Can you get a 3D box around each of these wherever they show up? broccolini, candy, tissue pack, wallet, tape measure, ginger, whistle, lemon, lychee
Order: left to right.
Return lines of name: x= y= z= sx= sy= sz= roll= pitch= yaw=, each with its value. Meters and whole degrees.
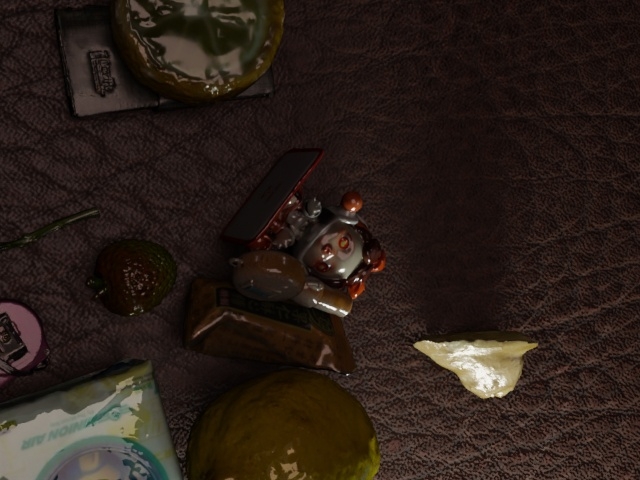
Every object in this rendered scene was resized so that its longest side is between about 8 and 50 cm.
tape measure: x=-0.446 y=0.145 z=1.467 sx=0.118 sy=0.074 sz=0.125 roll=-35 pitch=102 yaw=-17
broccolini: x=-0.421 y=-0.002 z=1.498 sx=0.218 sy=0.042 sz=0.044 roll=-19 pitch=96 yaw=-20
tissue pack: x=-0.329 y=0.391 z=1.457 sx=0.287 sy=0.162 sz=0.388 roll=-17 pitch=93 yaw=-19
lychee: x=-0.276 y=0.053 z=1.509 sx=0.146 sy=0.114 sz=0.114 roll=-22 pitch=97 yaw=-41
wallet: x=-0.229 y=-0.281 z=1.563 sx=0.317 sy=0.044 sz=0.169 roll=-9 pitch=89 yaw=-20
candy: x=-0.179 y=-0.324 z=1.507 sx=0.260 sy=0.118 sz=0.260 roll=1 pitch=87 yaw=-18
candy: x=-0.076 y=0.130 z=1.574 sx=0.271 sy=0.101 sz=0.143 roll=13 pitch=40 yaw=-18
lemon: x=-0.049 y=0.318 z=1.496 sx=0.322 sy=0.268 sz=0.268 roll=-11 pitch=93 yaw=-46
whistle: x=-0.044 y=0.068 z=1.522 sx=0.220 sy=0.107 sz=0.057 roll=23 pitch=57 yaw=-35
ginger: x=0.241 y=0.200 z=1.688 sx=0.193 sy=0.115 sz=0.123 roll=4 pitch=104 yaw=-7

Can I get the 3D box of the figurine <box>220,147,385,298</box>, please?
figurine: x=0.000 y=0.000 z=1.592 sx=0.226 sy=0.160 sz=0.183 roll=42 pitch=78 yaw=-22
